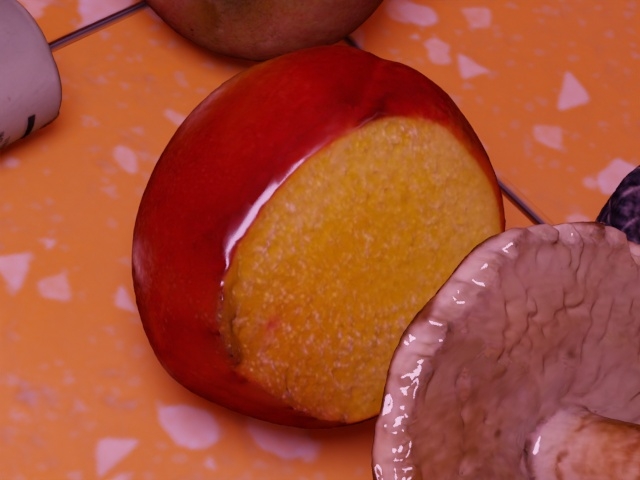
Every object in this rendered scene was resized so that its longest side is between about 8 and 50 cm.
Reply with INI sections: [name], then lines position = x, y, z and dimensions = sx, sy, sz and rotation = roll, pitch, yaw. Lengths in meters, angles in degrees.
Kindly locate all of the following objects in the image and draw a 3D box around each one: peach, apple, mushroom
[peach]
position = 0.000, 0.000, 0.833
dimensions = 0.190, 0.190, 0.192
rotation = 11, 32, -5
[apple]
position = -0.030, -0.208, 0.989
dimensions = 0.188, 0.188, 0.174
rotation = 27, 46, 8
[mushroom]
position = 0.182, 0.086, 0.756
dimensions = 0.302, 0.233, 0.208
rotation = -21, 28, 23

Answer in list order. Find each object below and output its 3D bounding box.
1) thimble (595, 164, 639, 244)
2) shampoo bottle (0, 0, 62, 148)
[thimble]
position = 0.201, 0.010, 0.949
dimensions = 0.095, 0.066, 0.104
rotation = 30, 52, 7
[shampoo bottle]
position = -0.264, -0.047, 0.872
dimensions = 0.262, 0.085, 0.085
rotation = -32, 65, -31
